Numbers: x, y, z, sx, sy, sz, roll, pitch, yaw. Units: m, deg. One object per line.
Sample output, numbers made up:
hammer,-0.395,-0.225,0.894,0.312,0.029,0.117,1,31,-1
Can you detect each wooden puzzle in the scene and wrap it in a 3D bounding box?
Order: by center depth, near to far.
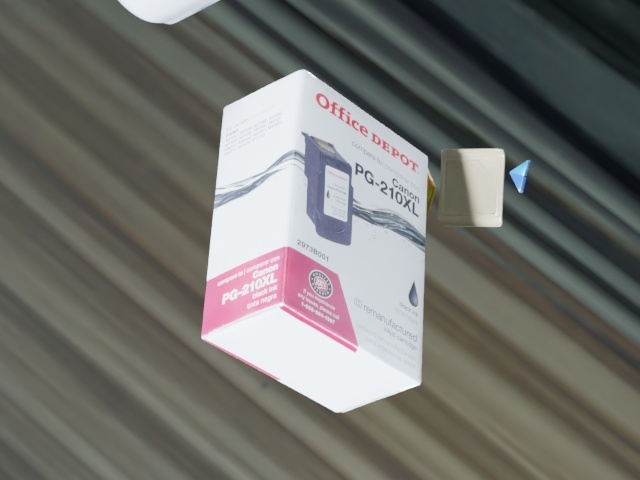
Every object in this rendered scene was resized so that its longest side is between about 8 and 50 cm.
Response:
wooden puzzle,0.141,-0.049,1.591,0.014,0.116,0.078,0,98,-56

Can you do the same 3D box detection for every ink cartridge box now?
ink cartridge box,0.000,0.000,1.450,0.100,0.172,0.237,-24,-132,36

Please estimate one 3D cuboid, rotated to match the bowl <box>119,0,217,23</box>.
bowl,-0.091,-0.214,1.243,0.142,0.053,0.142,-29,-147,0
